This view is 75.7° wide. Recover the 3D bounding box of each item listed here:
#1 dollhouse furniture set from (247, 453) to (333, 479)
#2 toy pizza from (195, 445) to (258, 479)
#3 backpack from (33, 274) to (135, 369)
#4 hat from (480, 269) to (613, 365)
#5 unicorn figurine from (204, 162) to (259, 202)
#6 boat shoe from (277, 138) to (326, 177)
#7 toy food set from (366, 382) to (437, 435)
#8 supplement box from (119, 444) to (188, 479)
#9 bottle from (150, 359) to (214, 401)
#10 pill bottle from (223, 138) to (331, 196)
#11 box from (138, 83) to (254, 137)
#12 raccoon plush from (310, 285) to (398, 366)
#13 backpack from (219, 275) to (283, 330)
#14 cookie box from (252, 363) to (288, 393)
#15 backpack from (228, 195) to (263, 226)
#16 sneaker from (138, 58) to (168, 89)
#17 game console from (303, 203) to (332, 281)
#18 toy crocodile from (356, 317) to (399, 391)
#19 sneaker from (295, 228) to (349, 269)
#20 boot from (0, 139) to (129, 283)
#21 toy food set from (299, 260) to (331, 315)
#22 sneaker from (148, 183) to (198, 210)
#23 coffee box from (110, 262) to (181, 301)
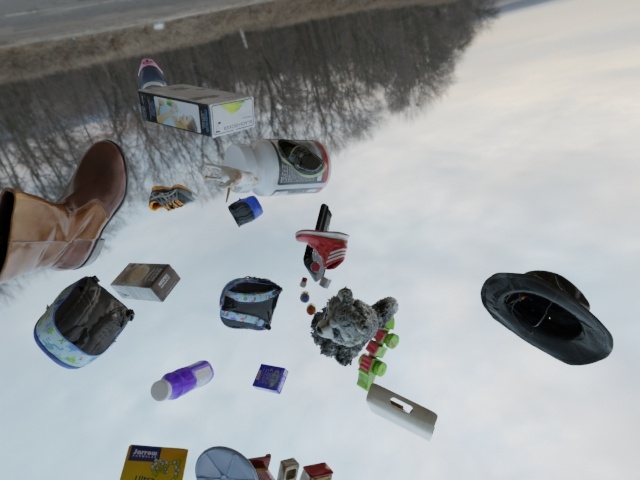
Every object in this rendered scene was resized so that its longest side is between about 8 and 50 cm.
[{"bbox_3d":[-0.088,0.839,1.399,0.375,0.152,0.201,8,-173,-33],"label":"dollhouse furniture set"},{"bbox_3d":[-0.272,0.688,1.204,0.202,0.201,0.032,-8,-172,15],"label":"toy pizza"},{"bbox_3d":[-0.349,0.125,0.594,0.084,0.105,0.114,-31,-157,14],"label":"backpack"},{"bbox_3d":[0.613,0.173,1.101,0.134,0.331,0.331,-42,-148,-24],"label":"hat"},{"bbox_3d":[-0.187,-0.131,0.864,0.111,0.060,0.162,13,-159,26],"label":"unicorn figurine"},{"bbox_3d":[-0.070,-0.268,1.320,0.080,0.073,0.224,-47,-133,-7],"label":"boat shoe"},{"bbox_3d":[0.281,0.568,1.384,0.220,0.306,0.092,20,-115,24],"label":"toy food set"},{"bbox_3d":[-0.560,0.873,1.306,0.196,0.194,0.356,13,-138,-15],"label":"supplement box"},{"bbox_3d":[-0.488,0.500,1.461,0.118,0.092,0.283,-30,169,7],"label":"bottle"},{"bbox_3d":[-0.156,-0.271,1.533,0.363,0.210,0.210,-9,-166,-37],"label":"pill bottle"},{"bbox_3d":[-0.347,-0.371,1.158,0.290,0.087,0.169,21,-146,29],"label":"box"},{"bbox_3d":[0.148,0.225,1.414,0.216,0.299,0.446,44,-130,12],"label":"raccoon plush"},{"bbox_3d":[-0.220,0.179,1.201,0.174,0.158,0.117,12,-172,-38],"label":"backpack"},{"bbox_3d":[-0.187,0.517,1.542,0.107,0.040,0.091,2,-130,26],"label":"cookie box"},{"bbox_3d":[-0.275,-0.123,1.562,0.120,0.097,0.101,-14,-156,46],"label":"backpack"},{"bbox_3d":[-0.610,-0.552,1.539,0.112,0.130,0.319,-12,176,-20],"label":"sneaker"},{"bbox_3d":[0.000,0.000,1.931,0.044,0.213,0.361,3,-121,19],"label":"game console"},{"bbox_3d":[0.234,0.470,1.750,0.105,0.340,0.115,24,179,-42],"label":"toy crocodile"},{"bbox_3d":[-0.007,0.032,1.407,0.221,0.127,0.087,1,170,42],"label":"sneaker"},{"bbox_3d":[-0.438,-0.066,0.682,0.096,0.263,0.280,25,179,-4],"label":"boot"},{"bbox_3d":[-0.023,0.176,1.633,0.111,0.232,0.104,26,-179,-2],"label":"toy food set"},{"bbox_3d":[-0.510,-0.141,1.427,0.215,0.084,0.083,1,-116,31],"label":"sneaker"},{"bbox_3d":[-0.751,0.177,1.770,0.247,0.098,0.141,-1,-137,25],"label":"coffee box"}]
